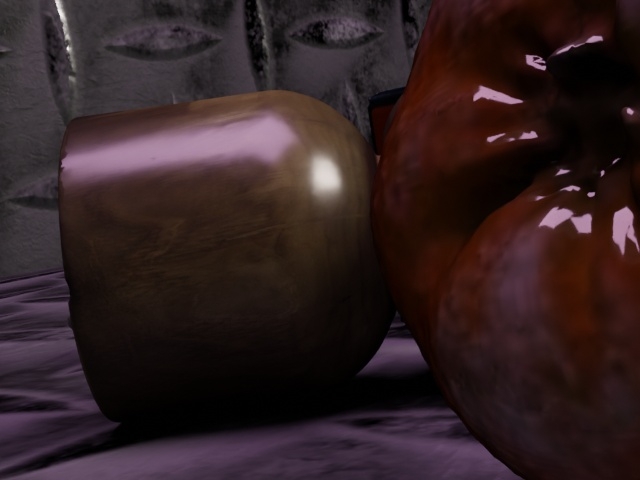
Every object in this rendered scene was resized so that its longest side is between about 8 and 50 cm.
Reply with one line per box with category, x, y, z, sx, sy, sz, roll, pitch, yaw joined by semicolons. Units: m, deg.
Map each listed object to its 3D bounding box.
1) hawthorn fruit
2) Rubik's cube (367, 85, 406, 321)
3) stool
hawthorn fruit;0.139;-0.006;0.455;0.235;0.263;0.231;-16;38;22
Rubik's cube;0.161;-0.038;1.002;0.183;0.180;0.167;-13;5;-33
stool;0.000;0.000;0.777;0.264;0.179;0.179;-8;4;3
